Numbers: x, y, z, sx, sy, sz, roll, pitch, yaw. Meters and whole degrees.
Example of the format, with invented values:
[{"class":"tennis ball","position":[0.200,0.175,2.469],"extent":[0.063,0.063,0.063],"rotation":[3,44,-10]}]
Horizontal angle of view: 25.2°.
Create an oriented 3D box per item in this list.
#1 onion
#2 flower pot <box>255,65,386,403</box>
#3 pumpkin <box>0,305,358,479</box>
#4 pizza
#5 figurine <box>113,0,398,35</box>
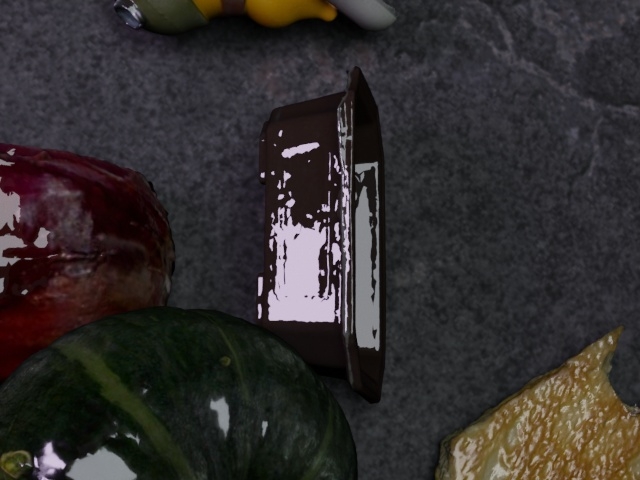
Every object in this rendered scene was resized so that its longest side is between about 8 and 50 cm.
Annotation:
[{"class":"onion","position":[-0.253,0.047,1.055],"extent":[0.314,0.146,0.280],"rotation":[6,78,-17]},{"class":"flower pot","position":[0.000,0.000,1.130],"extent":[0.084,0.179,0.251],"rotation":[-3,78,10]},{"class":"pumpkin","position":[-0.117,0.186,1.004],"extent":[0.300,0.207,0.300],"rotation":[-15,115,-35]},{"class":"pizza","position":[0.196,0.185,1.195],"extent":[0.181,0.034,0.262],"rotation":[35,73,-5]},{"class":"figurine","position":[-0.070,-0.201,1.171],"extent":[0.250,0.166,0.141],"rotation":[34,95,-18]}]
